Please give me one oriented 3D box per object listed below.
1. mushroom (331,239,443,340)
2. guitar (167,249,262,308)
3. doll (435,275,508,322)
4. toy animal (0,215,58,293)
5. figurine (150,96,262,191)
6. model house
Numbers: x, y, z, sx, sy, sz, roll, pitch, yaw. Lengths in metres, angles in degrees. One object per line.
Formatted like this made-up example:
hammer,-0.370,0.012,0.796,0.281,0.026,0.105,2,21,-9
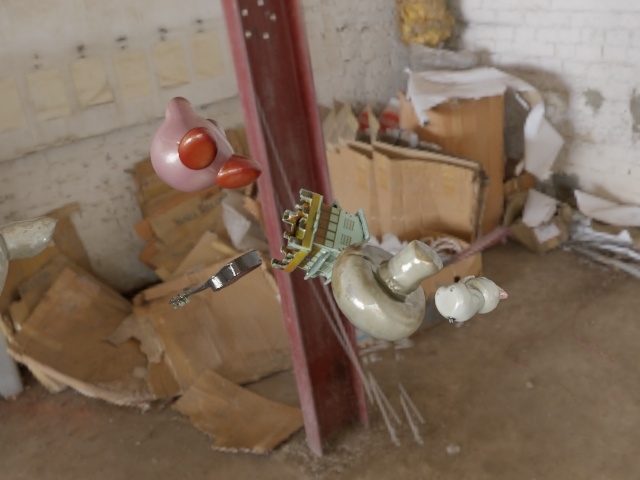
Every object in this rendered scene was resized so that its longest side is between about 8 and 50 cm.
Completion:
mushroom,0.152,0.085,1.673,0.244,0.243,0.243,-7,23,3
guitar,-0.221,0.089,1.551,0.271,0.038,0.084,-30,-5,39
doll,0.389,0.149,2.016,0.181,0.106,0.110,-15,-4,-33
toy animal,-0.541,0.038,1.138,0.241,0.196,0.367,-31,26,21
figurine,-0.346,-0.227,2.086,0.211,0.270,0.261,-48,52,8
model house,0.000,0.000,2.154,0.215,0.224,0.198,20,62,-11
